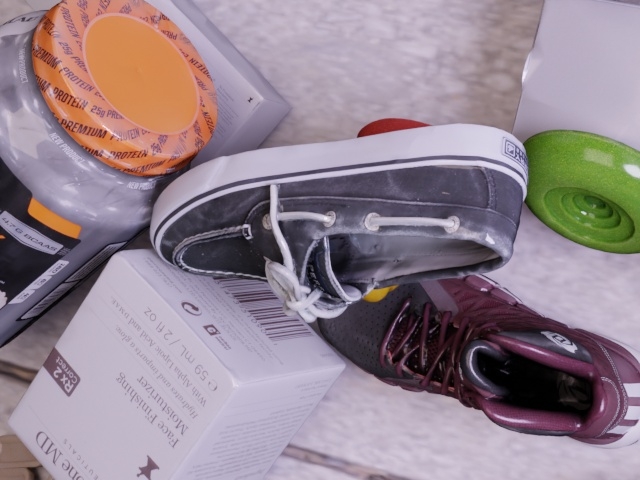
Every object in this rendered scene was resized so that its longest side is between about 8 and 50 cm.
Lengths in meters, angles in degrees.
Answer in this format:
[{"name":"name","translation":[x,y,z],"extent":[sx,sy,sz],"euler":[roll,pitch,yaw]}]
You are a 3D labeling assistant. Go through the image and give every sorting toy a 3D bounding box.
[{"name":"sorting toy","translation":[0.156,0.004,1.172],"extent":[0.365,0.127,0.126],"euler":[8,59,37]}]

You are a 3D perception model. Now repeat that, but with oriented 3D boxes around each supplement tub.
[{"name":"supplement tub","translation":[-0.235,-0.052,1.326],"extent":[0.316,0.193,0.193],"euler":[-37,71,36]}]

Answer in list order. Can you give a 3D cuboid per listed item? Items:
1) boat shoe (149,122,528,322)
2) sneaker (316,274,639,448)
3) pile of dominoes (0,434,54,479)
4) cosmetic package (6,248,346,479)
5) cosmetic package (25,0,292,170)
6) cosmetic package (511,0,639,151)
[{"name":"boat shoe","translation":[0.003,0.002,1.170],"extent":[0.306,0.113,0.105],"euler":[-7,58,28]},{"name":"sneaker","translation":[0.102,0.074,1.220],"extent":[0.281,0.162,0.106],"euler":[16,92,25]},{"name":"pile of dominoes","translation":[-0.242,0.294,1.430],"extent":[0.196,0.040,0.251],"euler":[24,91,37]},{"name":"cosmetic package","translation":[-0.113,0.119,1.304],"extent":[0.151,0.151,0.183],"euler":[45,114,23]},{"name":"cosmetic package","translation":[-0.138,-0.159,1.407],"extent":[0.099,0.060,0.239],"euler":[-49,69,17]},{"name":"cosmetic package","translation":[0.268,-0.094,1.196],"extent":[0.238,0.107,0.127],"euler":[17,92,28]}]
